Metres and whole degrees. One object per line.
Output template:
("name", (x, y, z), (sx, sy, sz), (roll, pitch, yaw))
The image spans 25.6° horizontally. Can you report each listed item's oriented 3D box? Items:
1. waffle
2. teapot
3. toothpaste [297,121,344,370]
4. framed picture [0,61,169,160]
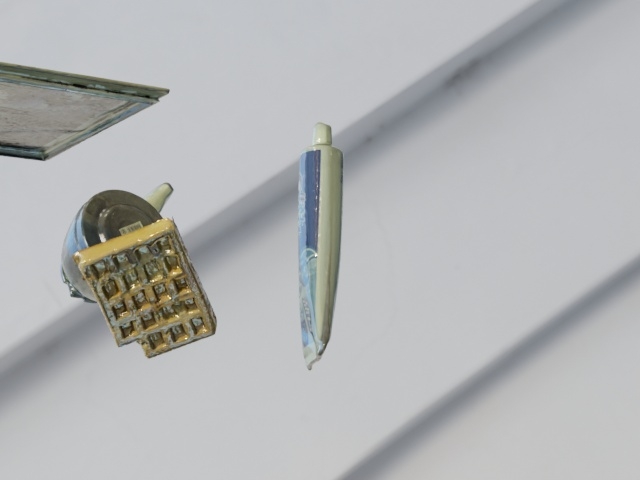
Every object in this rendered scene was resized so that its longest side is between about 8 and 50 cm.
("waffle", (-0.145, 0.045, 1.187), (0.021, 0.092, 0.135), (-117, 8, -48))
("teapot", (-0.221, 0.002, 1.472), (0.111, 0.108, 0.149), (23, -131, -30))
("toothpaste", (-0.001, 0.000, 1.499), (0.047, 0.268, 0.069), (18, 155, -41))
("framed picture", (-0.190, -0.074, 0.825), (0.183, 0.142, 0.011), (-15, 73, 57))
